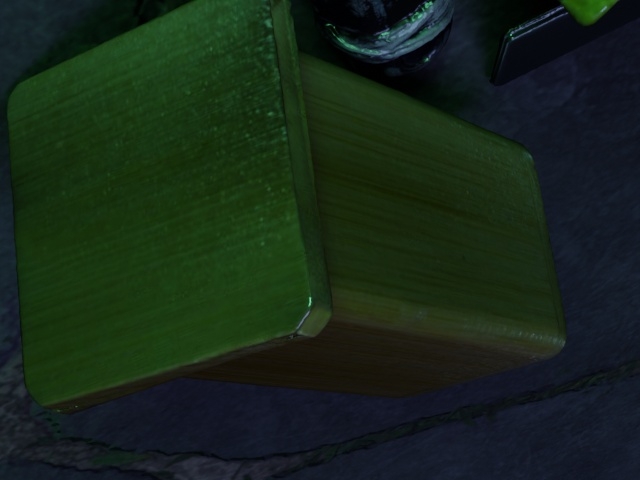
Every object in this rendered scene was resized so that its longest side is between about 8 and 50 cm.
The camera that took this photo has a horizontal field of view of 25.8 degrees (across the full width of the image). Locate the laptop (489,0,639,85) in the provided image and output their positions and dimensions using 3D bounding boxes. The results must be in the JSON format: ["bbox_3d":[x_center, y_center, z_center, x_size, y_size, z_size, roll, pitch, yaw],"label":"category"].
[{"bbox_3d":[0.190,-0.151,0.871,0.180,0.016,0.129,-28,172,0],"label":"laptop"}]

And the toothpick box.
[{"bbox_3d":[0.000,0.000,0.818,0.190,0.187,0.308,-21,159,33],"label":"toothpick box"}]

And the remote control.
[{"bbox_3d":[0.025,-0.163,0.738,0.090,0.066,0.266,-24,147,3],"label":"remote control"}]

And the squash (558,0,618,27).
[{"bbox_3d":[0.216,-0.252,0.692,0.289,0.111,0.203,-39,-174,26],"label":"squash"}]
